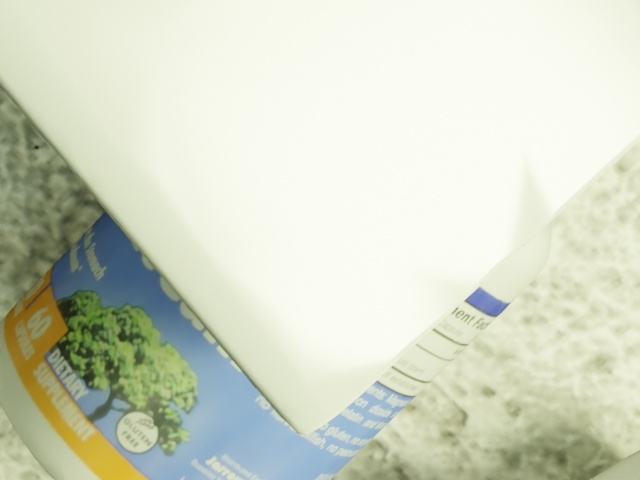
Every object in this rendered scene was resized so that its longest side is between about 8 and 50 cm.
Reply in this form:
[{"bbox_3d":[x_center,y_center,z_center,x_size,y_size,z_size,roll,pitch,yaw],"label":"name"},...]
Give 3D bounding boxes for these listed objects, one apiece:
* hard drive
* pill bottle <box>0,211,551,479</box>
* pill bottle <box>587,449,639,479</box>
[{"bbox_3d":[-0.021,-0.113,0.626,0.210,0.040,0.319,-42,118,-7],"label":"hard drive"},{"bbox_3d":[0.000,0.000,0.793,0.152,0.152,0.272,41,101,-18],"label":"pill bottle"},{"bbox_3d":[0.064,0.227,0.861,0.301,0.169,0.169,-32,111,-9],"label":"pill bottle"}]
